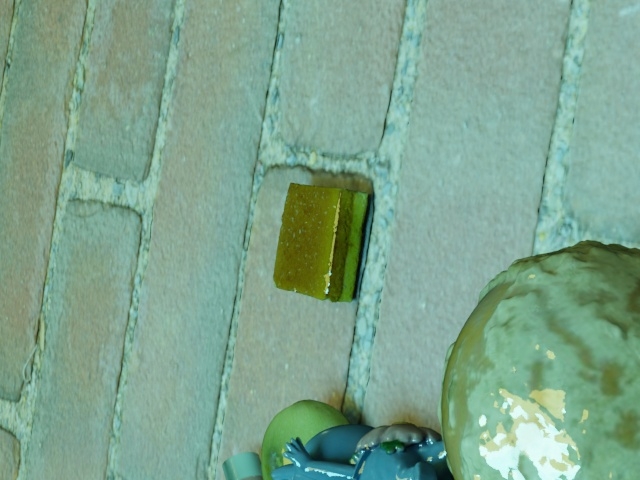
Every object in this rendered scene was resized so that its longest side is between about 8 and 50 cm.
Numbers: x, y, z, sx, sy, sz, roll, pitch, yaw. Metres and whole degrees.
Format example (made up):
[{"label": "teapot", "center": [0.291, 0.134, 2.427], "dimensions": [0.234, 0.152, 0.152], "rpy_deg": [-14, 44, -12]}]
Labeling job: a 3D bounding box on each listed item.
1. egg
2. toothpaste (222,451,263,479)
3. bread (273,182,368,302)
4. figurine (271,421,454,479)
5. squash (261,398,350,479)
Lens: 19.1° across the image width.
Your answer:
[{"label": "egg", "center": [0.175, 0.119, 1.152], "dimensions": [0.203, 0.203, 0.245], "rpy_deg": [-34, 67, 49]}, {"label": "toothpaste", "center": [-0.040, 0.276, 1.598], "dimensions": [0.056, 0.036, 0.205], "rpy_deg": [-47, 51, 40]}, {"label": "bread", "center": [0.000, 0.000, 1.587], "dimensions": [0.090, 0.035, 0.094], "rpy_deg": [12, 94, 56]}, {"label": "figurine", "center": [0.047, 0.198, 1.390], "dimensions": [0.178, 0.114, 0.145], "rpy_deg": [-30, 76, 54]}, {"label": "squash", "center": [0.001, 0.248, 1.503], "dimensions": [0.083, 0.083, 0.250], "rpy_deg": [-26, 66, 52]}]
